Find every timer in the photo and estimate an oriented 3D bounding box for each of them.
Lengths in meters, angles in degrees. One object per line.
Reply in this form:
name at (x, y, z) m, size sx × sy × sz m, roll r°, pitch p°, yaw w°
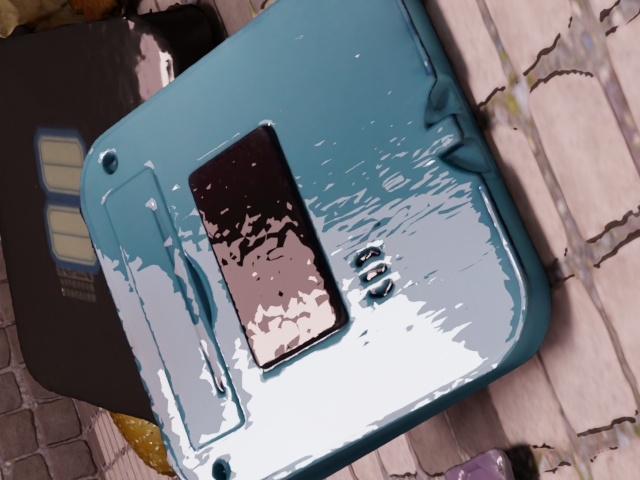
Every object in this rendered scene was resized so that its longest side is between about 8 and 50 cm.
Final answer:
timer at (0.000, 0.000, 0.788) m, size 0.250 × 0.091 × 0.232 m, roll -32°, pitch 71°, yaw 35°

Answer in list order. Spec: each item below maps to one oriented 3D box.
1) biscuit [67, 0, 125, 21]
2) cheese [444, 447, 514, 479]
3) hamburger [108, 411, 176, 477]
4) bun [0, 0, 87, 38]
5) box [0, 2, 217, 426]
biscuit at (-0.215, -0.302, 1.323) m, size 0.290 × 0.041 × 0.208 m, roll 111°, pitch 140°, yaw -65°
cheese at (0.116, 0.210, 0.792) m, size 0.105 × 0.042 × 0.191 m, roll 129°, pitch 122°, yaw -69°
hamburger at (-0.164, 0.146, 1.467) m, size 0.215 × 0.122 × 0.189 m, roll 106°, pitch 141°, yaw -65°
bun at (-0.289, -0.169, 1.424) m, size 0.127 × 0.222 × 0.222 m, roll -8°, pitch 100°, yaw 51°
box at (-0.176, -0.018, 1.227) m, size 0.359 × 0.091 × 0.350 m, roll 4°, pitch 105°, yaw 54°
